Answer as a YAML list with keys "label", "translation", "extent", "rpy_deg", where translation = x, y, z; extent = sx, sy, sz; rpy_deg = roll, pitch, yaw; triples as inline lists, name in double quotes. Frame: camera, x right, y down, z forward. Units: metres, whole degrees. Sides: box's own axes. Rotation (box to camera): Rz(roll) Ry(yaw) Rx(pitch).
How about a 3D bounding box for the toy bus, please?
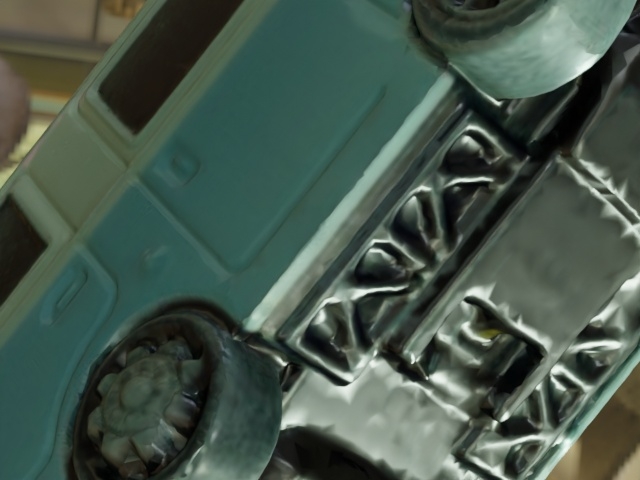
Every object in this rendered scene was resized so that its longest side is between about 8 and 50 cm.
- label: "toy bus"
  translation: [0.000, 0.000, 0.442]
  extent: [0.271, 0.133, 0.165]
  rpy_deg: [-51, -138, 3]
